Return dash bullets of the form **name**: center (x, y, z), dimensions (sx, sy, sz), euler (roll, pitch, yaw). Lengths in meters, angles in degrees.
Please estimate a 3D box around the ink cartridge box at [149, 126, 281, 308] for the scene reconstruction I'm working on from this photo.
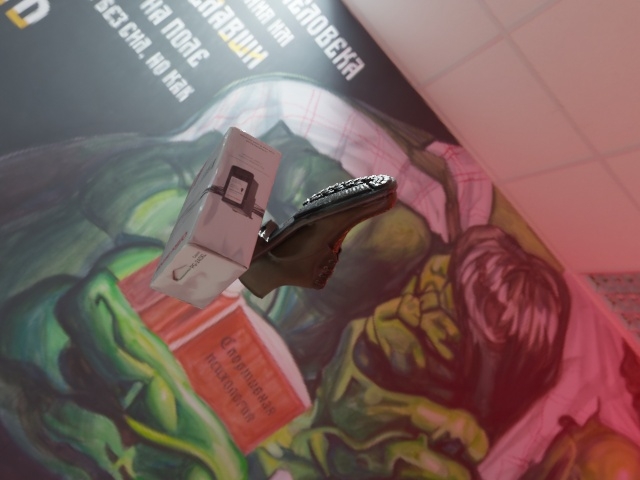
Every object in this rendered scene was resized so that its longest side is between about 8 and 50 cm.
- **ink cartridge box**: center (-0.104, -0.020, 0.577), dimensions (0.063, 0.150, 0.109), euler (27, -39, -20)

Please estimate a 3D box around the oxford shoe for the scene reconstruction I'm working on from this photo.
- **oxford shoe**: center (0.000, 0.000, 0.657), dimensions (0.227, 0.083, 0.096), euler (-28, -79, 28)
